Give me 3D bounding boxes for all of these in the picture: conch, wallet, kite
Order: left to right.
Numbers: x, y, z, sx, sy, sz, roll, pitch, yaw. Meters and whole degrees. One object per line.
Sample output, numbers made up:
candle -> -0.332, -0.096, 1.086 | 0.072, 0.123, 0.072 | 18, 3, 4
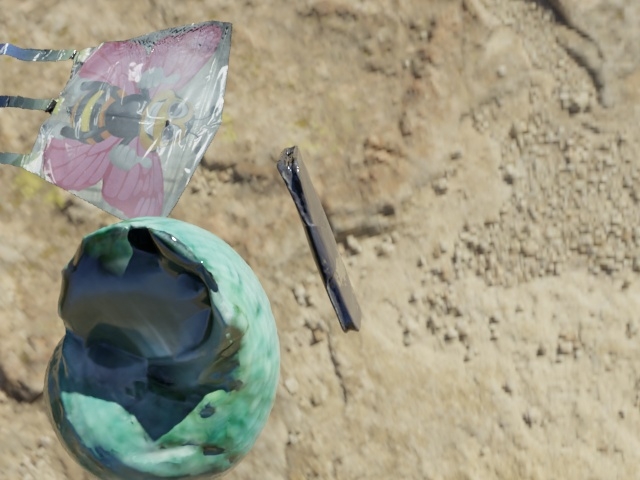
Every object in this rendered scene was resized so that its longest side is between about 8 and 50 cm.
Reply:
kite -> -0.240, -0.128, 1.247 | 0.360, 0.022, 0.204 | 12, 75, 29
conch -> -0.121, 0.086, 0.953 | 0.202, 0.134, 0.196 | -37, 94, 15
wallet -> 0.000, 0.000, 1.084 | 0.018, 0.082, 0.157 | -20, 102, 6
